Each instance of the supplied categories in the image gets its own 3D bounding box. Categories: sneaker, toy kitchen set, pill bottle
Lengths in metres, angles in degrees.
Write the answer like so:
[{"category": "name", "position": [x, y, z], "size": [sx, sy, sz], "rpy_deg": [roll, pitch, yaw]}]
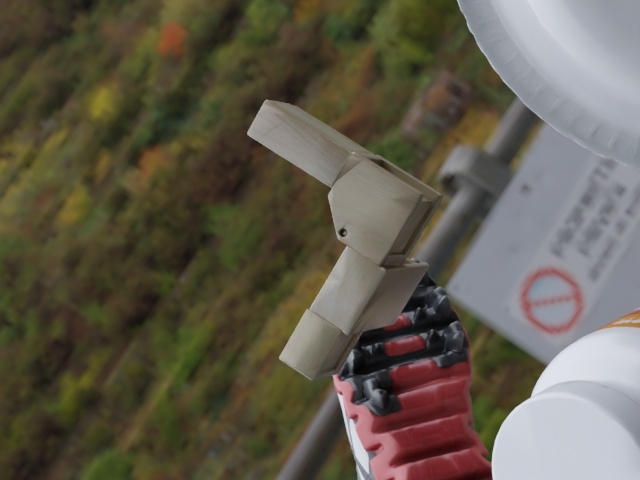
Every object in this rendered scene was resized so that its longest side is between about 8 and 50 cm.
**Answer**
[{"category": "sneaker", "position": [0.062, 0.140, 1.171], "size": [0.135, 0.097, 0.276], "rpy_deg": [102, 154, -56]}, {"category": "toy kitchen set", "position": [0.000, 0.000, 0.702], "size": [0.083, 0.075, 0.068], "rpy_deg": [-60, -16, 9]}, {"category": "pill bottle", "position": [0.184, 0.093, 0.915], "size": [0.216, 0.121, 0.121], "rpy_deg": [-19, -26, -50]}]

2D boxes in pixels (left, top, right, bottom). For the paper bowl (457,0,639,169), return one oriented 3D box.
[{"category": "paper bowl", "position": [0.198, -0.168, 0.864], "size": [0.284, 0.284, 0.148], "rpy_deg": [-54, -1, 20]}]
